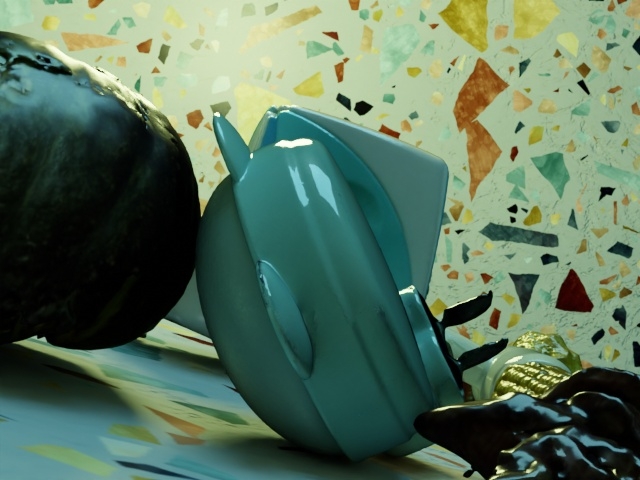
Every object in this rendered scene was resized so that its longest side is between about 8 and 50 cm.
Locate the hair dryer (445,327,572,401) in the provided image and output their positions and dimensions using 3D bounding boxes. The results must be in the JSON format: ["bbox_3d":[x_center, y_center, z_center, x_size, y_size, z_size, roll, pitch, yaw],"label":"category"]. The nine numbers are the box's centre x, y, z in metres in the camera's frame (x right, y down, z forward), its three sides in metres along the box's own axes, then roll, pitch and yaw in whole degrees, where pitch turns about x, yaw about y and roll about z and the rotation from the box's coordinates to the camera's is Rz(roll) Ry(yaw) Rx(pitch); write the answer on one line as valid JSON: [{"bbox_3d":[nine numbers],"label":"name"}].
[{"bbox_3d":[0.138,0.128,1.181,0.357,0.108,0.173,28,-4,3],"label":"hair dryer"}]

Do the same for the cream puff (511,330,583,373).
[{"bbox_3d":[0.299,0.204,1.350,0.116,0.146,0.146,-5,12,-45],"label":"cream puff"}]

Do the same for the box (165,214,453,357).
[{"bbox_3d":[-0.062,0.076,1.039,0.336,0.106,0.264,28,-10,-32],"label":"box"}]

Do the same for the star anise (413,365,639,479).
[{"bbox_3d":[0.183,0.131,0.541,0.271,0.103,0.272,19,-3,1],"label":"star anise"}]

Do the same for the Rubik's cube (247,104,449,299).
[{"bbox_3d":[0.000,0.000,1.688,0.347,0.352,0.352,17,-13,-8],"label":"Rubik's cube"}]

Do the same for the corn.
[{"bbox_3d":[0.214,0.163,0.849,0.097,0.097,0.261,16,-1,-7],"label":"corn"}]

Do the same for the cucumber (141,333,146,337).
[{"bbox_3d":[-0.292,0.059,1.014,0.220,0.046,0.070,16,4,2],"label":"cucumber"}]

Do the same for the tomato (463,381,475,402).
[{"bbox_3d":[0.213,0.204,1.420,0.075,0.087,0.087,20,-5,-21],"label":"tomato"}]

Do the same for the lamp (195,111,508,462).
[{"bbox_3d":[0.012,0.050,0.638,0.147,0.209,0.284,-33,-39,21],"label":"lamp"}]

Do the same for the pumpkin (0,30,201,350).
[{"bbox_3d":[-0.229,-0.030,0.629,0.320,0.192,0.320,8,-3,1],"label":"pumpkin"}]
